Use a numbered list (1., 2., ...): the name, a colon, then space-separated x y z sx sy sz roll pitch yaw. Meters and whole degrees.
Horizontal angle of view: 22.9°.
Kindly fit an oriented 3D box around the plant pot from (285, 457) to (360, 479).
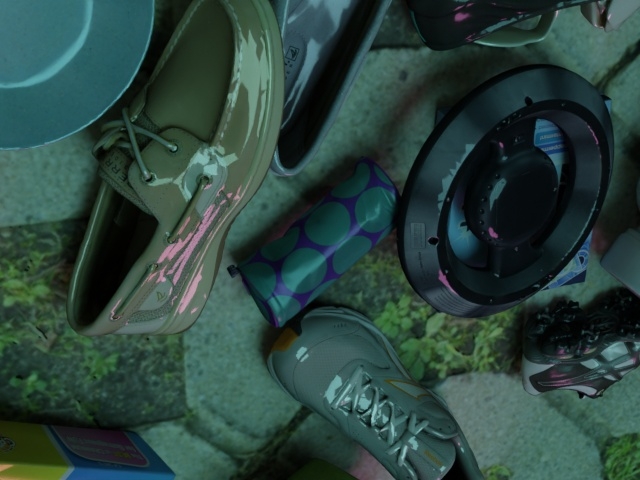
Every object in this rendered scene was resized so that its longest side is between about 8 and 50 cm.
1. plant pot: -0.022 0.352 1.392 0.275 0.274 0.294 40 77 -39

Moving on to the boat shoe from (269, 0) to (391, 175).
1. boat shoe: 0.015 -0.204 1.169 0.118 0.103 0.320 16 108 -36

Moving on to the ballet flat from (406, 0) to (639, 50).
1. ballet flat: 0.198 -0.215 1.285 0.280 0.095 0.096 -13 133 -11

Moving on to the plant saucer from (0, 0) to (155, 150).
1. plant saucer: -0.212 -0.158 1.107 0.194 0.037 0.195 -14 123 -22

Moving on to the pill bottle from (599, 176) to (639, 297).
1. pill bottle: 0.395 -0.057 1.433 0.169 0.169 0.301 35 96 -39

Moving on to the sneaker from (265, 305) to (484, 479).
1. sneaker: 0.063 0.152 1.392 0.099 0.121 0.262 -49 129 3

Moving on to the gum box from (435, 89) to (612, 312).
1. gum box: 0.171 -0.037 1.396 0.156 0.041 0.184 -11 121 -24

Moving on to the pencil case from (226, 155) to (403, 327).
1. pencil case: 0.000 0.000 1.300 0.151 0.070 0.064 -40 132 -4

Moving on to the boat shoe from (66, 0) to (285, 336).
1. boat shoe: -0.113 -0.054 1.167 0.098 0.109 0.302 -6 129 -41

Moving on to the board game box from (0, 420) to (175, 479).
1. board game box: -0.290 0.252 1.232 0.316 0.064 0.242 15 110 -52

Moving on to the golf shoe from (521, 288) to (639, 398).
1. golf shoe: 0.277 0.103 1.527 0.198 0.077 0.094 -3 129 -21

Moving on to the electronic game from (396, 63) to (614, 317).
1. electronic game: 0.159 -0.039 1.328 0.229 0.048 0.229 -19 126 -29
